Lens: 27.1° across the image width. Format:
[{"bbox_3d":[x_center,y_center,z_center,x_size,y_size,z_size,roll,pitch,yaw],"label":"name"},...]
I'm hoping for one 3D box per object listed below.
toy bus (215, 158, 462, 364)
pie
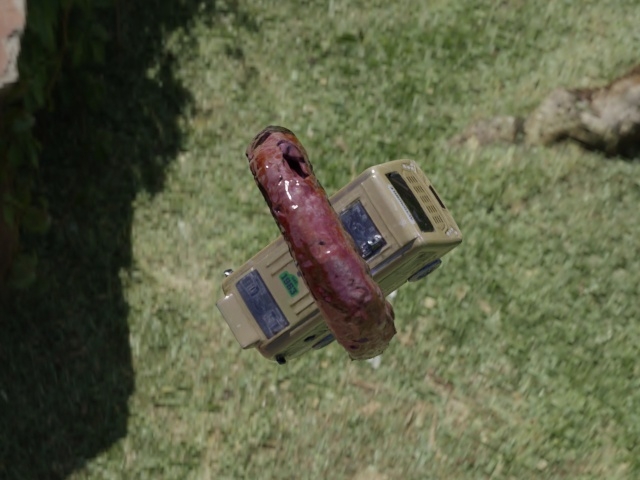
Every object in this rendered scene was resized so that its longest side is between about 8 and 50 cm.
[{"bbox_3d":[0.015,0.031,1.610,0.139,0.289,0.157,60,25,11],"label":"toy bus"},{"bbox_3d":[0.000,0.000,0.766,0.036,0.154,0.154,-29,63,2],"label":"pie"}]
